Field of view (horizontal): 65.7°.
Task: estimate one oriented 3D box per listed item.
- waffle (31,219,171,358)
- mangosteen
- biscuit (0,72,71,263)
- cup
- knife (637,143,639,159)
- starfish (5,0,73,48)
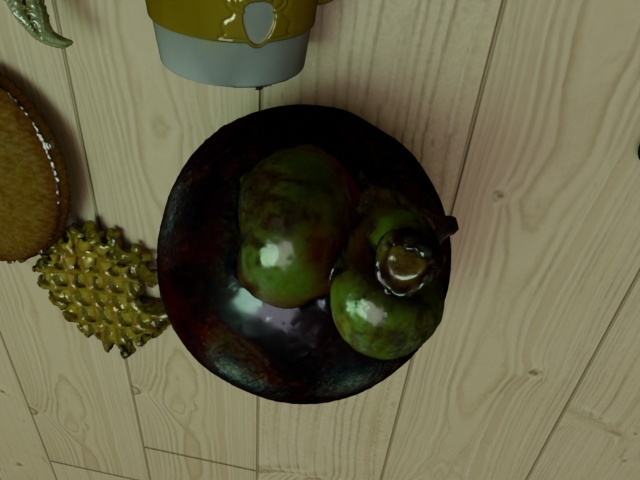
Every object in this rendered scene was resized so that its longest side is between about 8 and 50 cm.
[{"bbox_3d":[-0.341,0.078,0.784,0.231,0.051,0.228,40,124,-13],"label":"waffle"},{"bbox_3d":[0.000,0.000,0.491,0.306,0.306,0.359,31,149,-9],"label":"mangosteen"},{"bbox_3d":[-0.476,-0.105,0.685,0.305,0.038,0.306,7,118,13],"label":"biscuit"},{"bbox_3d":[-0.051,-0.271,0.439,0.241,0.185,0.226,-9,132,-20],"label":"cup"},{"bbox_3d":[0.461,-0.097,0.521,0.230,0.028,0.060,-5,133,11],"label":"knife"},{"bbox_3d":[-0.377,-0.372,0.447,0.357,0.078,0.347,21,115,-19],"label":"starfish"}]
